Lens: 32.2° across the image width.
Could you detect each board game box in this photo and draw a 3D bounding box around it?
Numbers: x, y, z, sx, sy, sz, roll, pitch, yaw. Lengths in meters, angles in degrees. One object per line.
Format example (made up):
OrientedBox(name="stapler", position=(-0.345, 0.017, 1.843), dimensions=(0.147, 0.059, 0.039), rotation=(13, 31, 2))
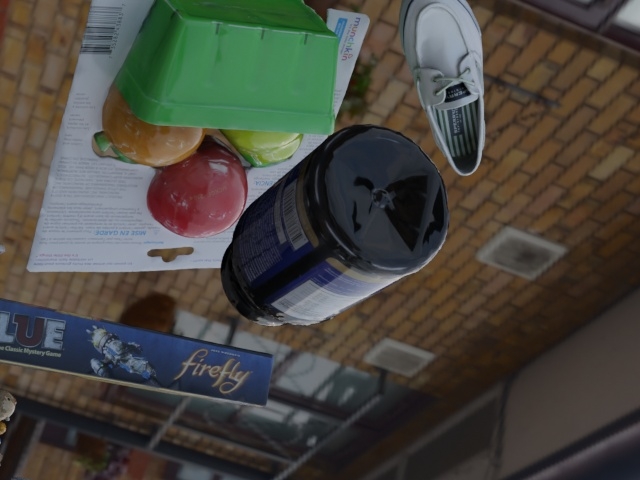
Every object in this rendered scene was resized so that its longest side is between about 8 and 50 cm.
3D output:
OrientedBox(name="board game box", position=(-0.182, 0.082, 0.837), dimensions=(0.165, 0.243, 0.042), rotation=(-5, -107, 55))

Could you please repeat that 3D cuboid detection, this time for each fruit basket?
OrientedBox(name="fruit basket", position=(-0.138, -0.113, 1.226), dimensions=(0.165, 0.327, 0.353), rotation=(59, -43, 39))

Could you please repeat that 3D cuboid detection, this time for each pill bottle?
OrientedBox(name="pill bottle", position=(0.000, 0.000, 0.911), dimensions=(0.219, 0.123, 0.122), rotation=(-34, -143, 57))

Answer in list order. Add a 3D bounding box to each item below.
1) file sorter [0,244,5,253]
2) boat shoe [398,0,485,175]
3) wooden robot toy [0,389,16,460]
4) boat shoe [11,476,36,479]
OrientedBox(name="file sorter", position=(-0.402, -0.036, 1.001), dimensions=(0.173, 0.193, 0.277), rotation=(64, 11, -88))
OrientedBox(name="boat shoe", position=(0.142, -0.168, 1.171), dimensions=(0.075, 0.083, 0.226), rotation=(-101, 170, -48))
OrientedBox(name="wooden robot toy", position=(-0.410, 0.201, 1.339), dimensions=(0.076, 0.173, 0.079), rotation=(-39, 166, 31))
OrientedBox(name="boat shoe", position=(-0.282, 0.313, 1.175), dimensions=(0.302, 0.109, 0.094), rotation=(83, 22, -71))
